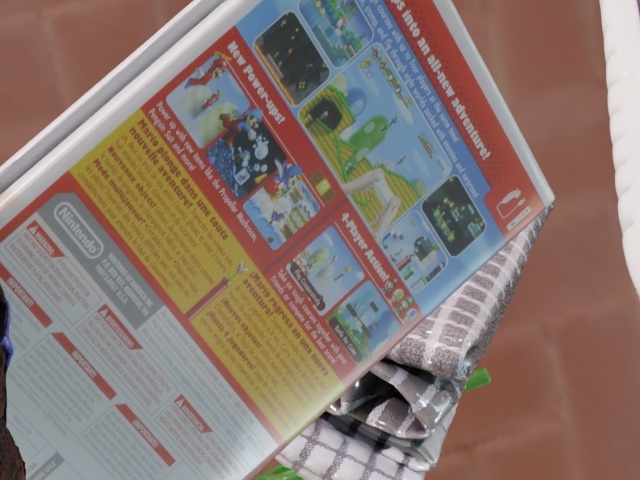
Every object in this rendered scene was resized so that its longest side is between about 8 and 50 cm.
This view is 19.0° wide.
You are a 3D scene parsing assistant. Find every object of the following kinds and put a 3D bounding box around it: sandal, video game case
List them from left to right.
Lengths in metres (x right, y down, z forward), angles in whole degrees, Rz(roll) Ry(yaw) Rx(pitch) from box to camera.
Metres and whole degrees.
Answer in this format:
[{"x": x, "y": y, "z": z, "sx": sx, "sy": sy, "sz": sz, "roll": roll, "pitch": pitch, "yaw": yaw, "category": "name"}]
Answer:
[{"x": -0.043, "y": 0.009, "z": 0.795, "sx": 0.285, "sy": 0.025, "sz": 0.204, "roll": -42, "pitch": 132, "yaw": -9, "category": "video game case"}, {"x": 0.277, "y": -0.102, "z": 1.447, "sx": 0.102, "sy": 0.416, "sz": 0.169, "roll": -10, "pitch": 144, "yaw": 16, "category": "sandal"}]

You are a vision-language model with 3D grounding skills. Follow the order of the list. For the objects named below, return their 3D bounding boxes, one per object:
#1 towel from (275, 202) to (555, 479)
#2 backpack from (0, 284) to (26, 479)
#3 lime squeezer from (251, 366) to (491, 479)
[{"x": 0.000, "y": 0.000, "z": 1.096, "sx": 0.235, "sy": 0.283, "sz": 0.121, "roll": 31, "pitch": 120, "yaw": 1, "category": "towel"}, {"x": -0.153, "y": 0.078, "z": 0.423, "sx": 0.158, "sy": 0.117, "sz": 0.173, "roll": 12, "pitch": 134, "yaw": -11, "category": "backpack"}, {"x": -0.007, "y": 0.194, "z": 1.333, "sx": 0.110, "sy": 0.059, "sz": 0.310, "roll": 35, "pitch": 99, "yaw": 23, "category": "lime squeezer"}]
